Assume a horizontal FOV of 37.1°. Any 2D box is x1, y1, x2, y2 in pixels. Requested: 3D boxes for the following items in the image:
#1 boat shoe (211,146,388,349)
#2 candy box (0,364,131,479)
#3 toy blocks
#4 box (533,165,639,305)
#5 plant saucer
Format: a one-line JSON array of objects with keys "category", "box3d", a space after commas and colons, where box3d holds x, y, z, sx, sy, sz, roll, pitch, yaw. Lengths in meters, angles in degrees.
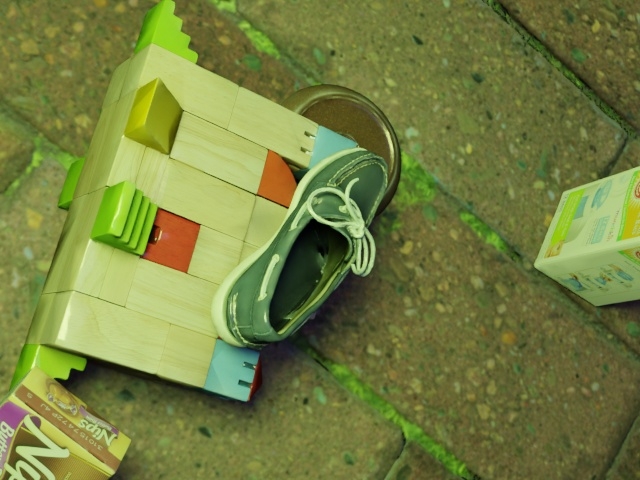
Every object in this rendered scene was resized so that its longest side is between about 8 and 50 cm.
[{"category": "boat shoe", "box3d": [0.000, 0.000, 0.884, 0.254, 0.079, 0.095, -46, 118, -35]}, {"category": "candy box", "box3d": [-0.265, 0.207, 0.828, 0.109, 0.053, 0.187, 42, 113, -11]}, {"category": "toy blocks", "box3d": [-0.108, 0.001, 0.934, 0.261, 0.191, 0.381, 23, 73, -29]}, {"category": "box", "box3d": [0.359, -0.006, 1.090, 0.103, 0.203, 0.114, 31, 71, -15]}, {"category": "plant saucer", "box3d": [0.020, -0.097, 1.065, 0.168, 0.029, 0.168, 4, 79, -21]}]
